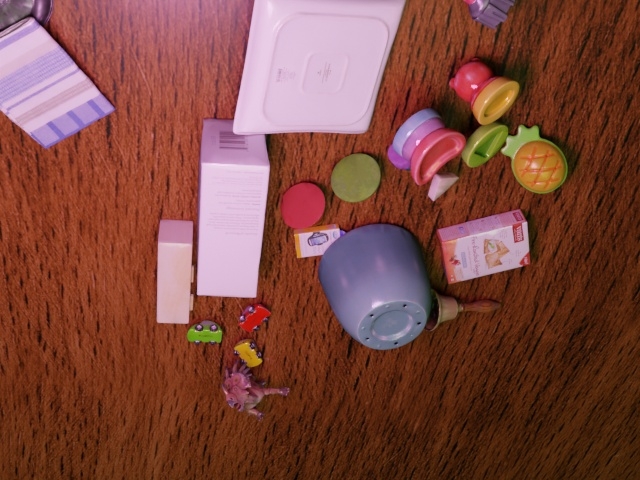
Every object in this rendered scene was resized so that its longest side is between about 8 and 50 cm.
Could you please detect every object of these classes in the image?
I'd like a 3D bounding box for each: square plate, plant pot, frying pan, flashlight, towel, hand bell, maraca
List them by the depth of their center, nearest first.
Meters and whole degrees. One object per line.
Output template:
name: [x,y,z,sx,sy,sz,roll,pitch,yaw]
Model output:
frying pan: [-0.674,-0.450,1.574,0.197,0.053,0.326,18,120,-19]
flashlight: [0.261,-0.538,1.595,0.304,0.103,0.103,21,148,-23]
towel: [-0.614,-0.335,1.647,0.209,0.034,0.285,-26,138,11]
square plate: [0.001,-0.372,1.659,0.344,0.049,0.347,-5,131,-25]
maraca: [0.533,-0.202,1.892,0.127,0.099,0.185,-37,97,17]
plant pot: [0.157,0.142,1.996,0.293,0.235,0.293,-7,132,-8]
hand bell: [0.411,0.192,2.188,0.242,0.126,0.126,0,128,-24]

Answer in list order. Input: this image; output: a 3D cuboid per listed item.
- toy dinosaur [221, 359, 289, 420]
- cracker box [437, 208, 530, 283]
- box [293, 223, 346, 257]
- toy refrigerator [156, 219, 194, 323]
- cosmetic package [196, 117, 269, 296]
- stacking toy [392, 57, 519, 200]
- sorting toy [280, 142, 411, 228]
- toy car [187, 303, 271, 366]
toy dinosaur: [-0.233,0.421,2.215,0.200,0.296,0.127,37,76,-25]
cracker box: [0.444,0.018,2.062,0.232,0.067,0.155,-15,128,3]
box: [0.000,0.000,2.016,0.136,0.028,0.081,-8,128,-4]
toy refrigerator: [-0.376,0.084,1.983,0.094,0.102,0.269,3,126,-10]
cosmetic package: [-0.215,-0.072,1.816,0.156,0.217,0.384,1,129,-8]
stacking toy: [0.307,-0.261,1.793,0.309,0.130,0.279,-38,155,-5]
sorting toy: [0.083,-0.126,1.905,0.366,0.127,0.126,-28,155,10]
toy car: [-0.265,0.259,2.162,0.225,0.053,0.239,4,126,-10]
